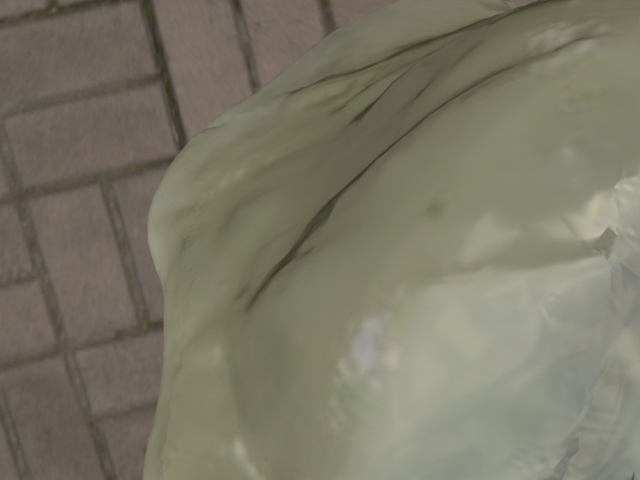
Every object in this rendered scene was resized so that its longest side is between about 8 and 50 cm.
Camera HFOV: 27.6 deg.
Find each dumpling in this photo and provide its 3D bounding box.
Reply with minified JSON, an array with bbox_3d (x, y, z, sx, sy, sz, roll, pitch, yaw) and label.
[{"bbox_3d":[0.049,-0.009,0.421,0.318,0.242,0.187,-35,144,-37],"label":"dumpling"}]
